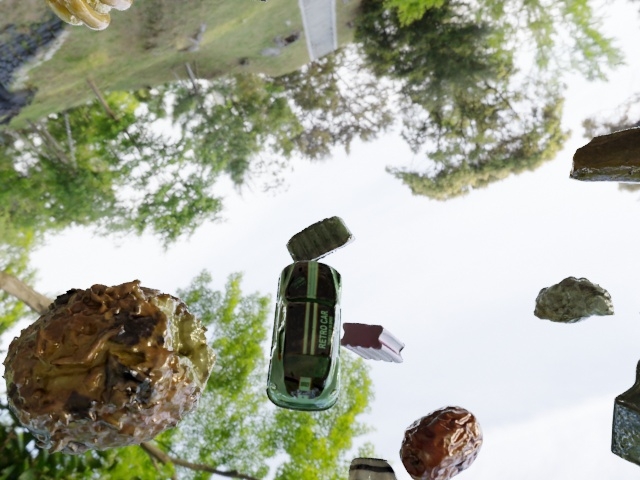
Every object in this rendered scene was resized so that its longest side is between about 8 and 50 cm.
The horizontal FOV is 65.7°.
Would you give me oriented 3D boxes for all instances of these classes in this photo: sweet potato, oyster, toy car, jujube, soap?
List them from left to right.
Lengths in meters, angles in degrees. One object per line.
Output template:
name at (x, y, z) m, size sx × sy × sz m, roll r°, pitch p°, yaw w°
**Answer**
toy car at (-0.023, 0.160, 0.940) m, size 0.135 × 0.125 × 0.306 m, roll 7°, pitch -122°, yaw -4°
soap at (0.143, 0.278, 1.337) m, size 0.122 × 0.203 × 0.066 m, roll 0°, pitch -113°, yaw 26°
jujube at (0.315, 0.529, 1.288) m, size 0.174 × 0.174 × 0.250 m, roll 4°, pitch -171°, yaw 44°
oyster at (0.505, 0.119, 0.988) m, size 0.177 × 0.064 × 0.125 m, roll -18°, pitch -151°, yaw 54°
sweet potato at (0.450, -0.109, 0.627) m, size 0.243 × 0.077 × 0.077 m, roll 1°, pitch -140°, yaw 24°

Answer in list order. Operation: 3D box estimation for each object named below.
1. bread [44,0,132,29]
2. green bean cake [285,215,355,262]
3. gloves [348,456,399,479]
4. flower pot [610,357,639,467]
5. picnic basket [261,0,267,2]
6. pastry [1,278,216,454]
bread at (-0.382, -0.530, 0.921) m, size 0.311 × 0.121 × 0.173 m, roll -51°, pitch -176°, yaw 13°
green bean cake at (0.000, 0.000, 1.393) m, size 0.181 × 0.094 × 0.173 m, roll -28°, pitch 176°, yaw 7°
gloves at (0.135, 0.655, 1.216) m, size 0.131 × 0.140 × 0.219 m, roll -31°, pitch -137°, yaw 33°
flower pot at (0.580, 0.280, 0.841) m, size 0.229 × 0.108 × 0.103 m, roll -24°, pitch -158°, yaw -40°
picnic basket at (-0.117, -0.636, 1.098) m, size 0.054 × 0.193 × 0.110 m, roll 10°, pitch -128°, yaw -14°
pastry at (-0.385, 0.225, 0.891) m, size 0.336 × 0.293 × 0.405 m, roll -18°, pitch 176°, yaw -4°
